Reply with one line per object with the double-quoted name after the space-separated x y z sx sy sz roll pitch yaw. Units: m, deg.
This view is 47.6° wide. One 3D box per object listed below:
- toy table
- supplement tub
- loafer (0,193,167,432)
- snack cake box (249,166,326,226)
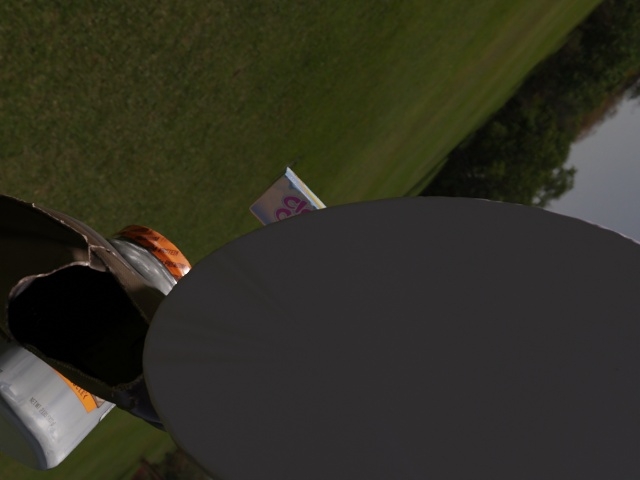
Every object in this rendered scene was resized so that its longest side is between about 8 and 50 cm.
0.056 0.094 0.394 0.161 0.274 0.252 90 12 -55 "toy table"
-0.343 0.139 1.046 0.338 0.207 0.207 -50 -178 -38 "supplement tub"
-0.243 0.041 0.671 0.134 0.366 0.130 -60 158 -13 "loafer"
0.000 0.000 1.264 0.089 0.264 0.152 -43 -171 8 "snack cake box"
